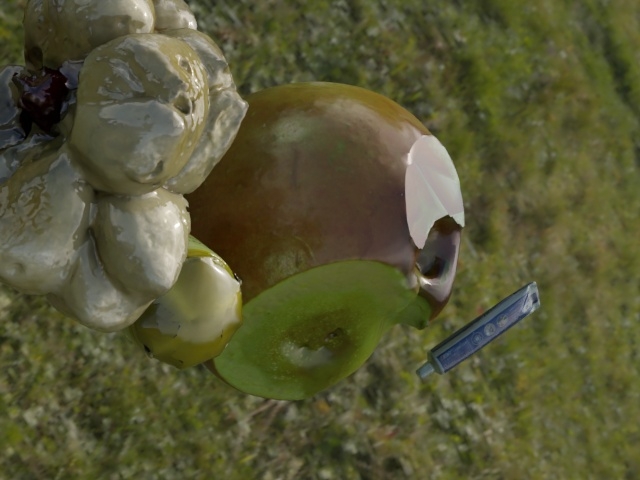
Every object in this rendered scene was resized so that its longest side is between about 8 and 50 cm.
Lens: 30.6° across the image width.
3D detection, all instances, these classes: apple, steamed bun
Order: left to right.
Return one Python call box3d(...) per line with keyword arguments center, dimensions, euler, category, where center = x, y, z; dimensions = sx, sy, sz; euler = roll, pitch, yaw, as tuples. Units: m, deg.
box3d(center=(-0.131, -0.047, 0.616), dimensions=(0.106, 0.177, 0.192), euler=(18, 26, -41), category="steamed bun")
box3d(center=(0.000, 0.000, 1.419), dimensions=(0.374, 0.374, 0.384), euler=(-17, 103, -54), category="apple")

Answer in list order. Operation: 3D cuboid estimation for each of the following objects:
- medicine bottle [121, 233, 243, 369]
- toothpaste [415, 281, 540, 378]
box3d(center=(-0.168, 0.037, 1.151), dimensions=(0.124, 0.124, 0.239), euler=(26, 5, -38), category="medicine bottle")
box3d(center=(0.206, 0.121, 1.526), dimensions=(0.035, 0.197, 0.057), euler=(47, -14, 42), category="toothpaste")
